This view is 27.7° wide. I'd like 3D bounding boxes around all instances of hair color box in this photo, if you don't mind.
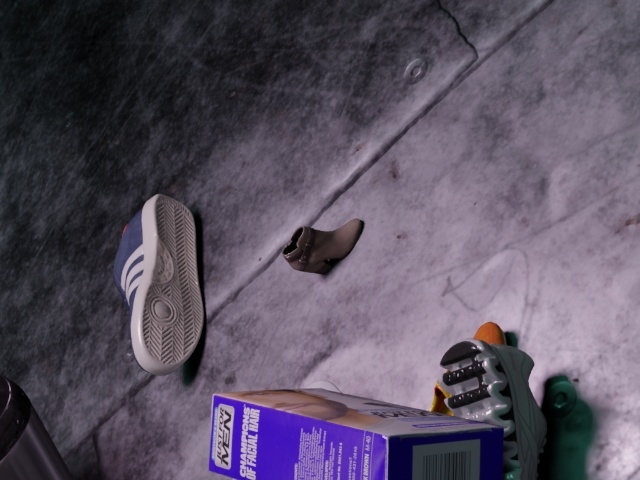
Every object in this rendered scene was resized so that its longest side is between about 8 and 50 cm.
[{"bbox_3d":[0.035,0.250,1.554,0.338,0.185,0.110,1,89,51],"label":"hair color box"}]

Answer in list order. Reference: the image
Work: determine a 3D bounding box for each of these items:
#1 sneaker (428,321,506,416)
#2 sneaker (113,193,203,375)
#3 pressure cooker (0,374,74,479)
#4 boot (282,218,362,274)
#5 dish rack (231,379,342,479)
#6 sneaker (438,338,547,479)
[{"bbox_3d":[0.187,0.183,1.671,0.064,0.067,0.175,14,75,51],"label":"sneaker"},{"bbox_3d":[-0.288,0.094,2.190,0.148,0.131,0.350,-36,38,35],"label":"sneaker"},{"bbox_3d":[-0.529,0.459,1.987,0.375,0.420,0.370,-33,26,-22],"label":"pressure cooker"},{"bbox_3d":[0.000,0.000,1.966,0.118,0.087,0.042,-54,38,6],"label":"boot"},{"bbox_3d":[-0.018,0.384,1.752,0.333,0.072,0.285,-53,39,7],"label":"dish rack"},{"bbox_3d":[0.226,0.262,1.553,0.110,0.118,0.292,-18,73,48],"label":"sneaker"}]
